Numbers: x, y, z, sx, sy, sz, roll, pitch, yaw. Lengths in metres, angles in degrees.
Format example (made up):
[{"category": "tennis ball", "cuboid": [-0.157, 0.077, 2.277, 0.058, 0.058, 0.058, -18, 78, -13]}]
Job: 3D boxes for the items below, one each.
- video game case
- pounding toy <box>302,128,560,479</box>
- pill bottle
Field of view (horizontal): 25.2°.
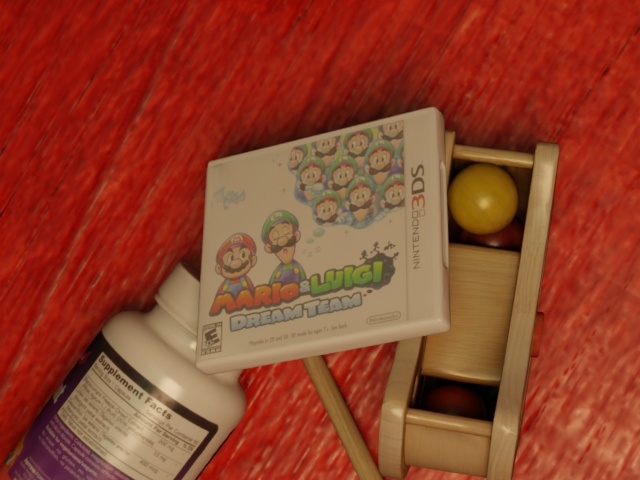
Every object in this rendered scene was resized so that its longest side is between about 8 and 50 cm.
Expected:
[{"category": "video game case", "cuboid": [0.000, 0.000, 0.845, 0.157, 0.019, 0.143, -12, 59, 23]}, {"category": "pounding toy", "cuboid": [0.054, 0.066, 0.867, 0.154, 0.154, 0.270, 8, 86, 10]}, {"category": "pill bottle", "cuboid": [-0.116, 0.113, 0.916, 0.108, 0.108, 0.193, 37, 92, 11]}]
